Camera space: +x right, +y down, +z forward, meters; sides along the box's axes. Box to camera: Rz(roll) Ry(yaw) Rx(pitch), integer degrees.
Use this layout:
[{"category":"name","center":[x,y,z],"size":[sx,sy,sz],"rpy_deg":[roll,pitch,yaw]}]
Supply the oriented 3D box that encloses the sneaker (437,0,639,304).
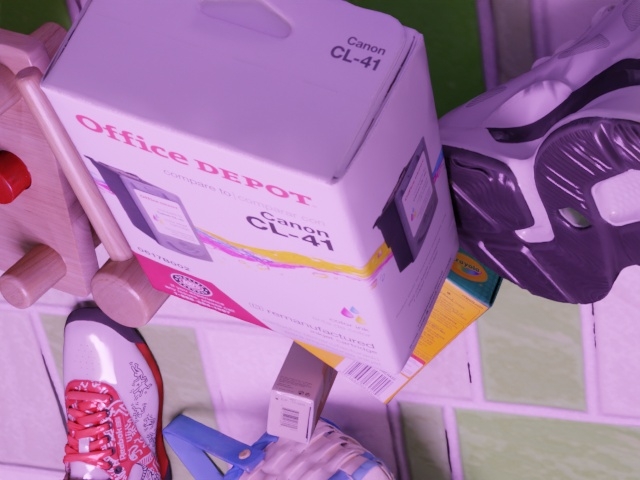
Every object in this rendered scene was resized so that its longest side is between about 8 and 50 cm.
[{"category":"sneaker","center":[0.229,-0.104,1.184],"size":[0.169,0.257,0.447],"rpy_deg":[43,164,-12]}]

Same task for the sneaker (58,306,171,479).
[{"category":"sneaker","center":[-0.217,0.207,1.626],"size":[0.090,0.145,0.270],"rpy_deg":[6,129,18]}]

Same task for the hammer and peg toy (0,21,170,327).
[{"category":"hammer and peg toy","center":[-0.266,-0.076,1.382],"size":[0.361,0.127,0.266],"rpy_deg":[16,133,29]}]

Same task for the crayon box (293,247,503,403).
[{"category":"crayon box","center":[0.000,0.000,1.411],"size":[0.278,0.081,0.165],"rpy_deg":[35,132,-8]}]

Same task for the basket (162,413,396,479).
[{"category":"basket","center":[-0.022,0.285,1.593],"size":[0.255,0.201,0.289],"rpy_deg":[54,161,-22]}]

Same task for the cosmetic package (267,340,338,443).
[{"category":"cosmetic package","center":[-0.011,0.122,1.492],"size":[0.041,0.115,0.060],"rpy_deg":[14,132,10]}]

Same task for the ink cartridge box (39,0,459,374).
[{"category":"ink cartridge box","center":[-0.036,-0.048,1.156],"size":[0.226,0.131,0.306],"rpy_deg":[19,159,19]}]
